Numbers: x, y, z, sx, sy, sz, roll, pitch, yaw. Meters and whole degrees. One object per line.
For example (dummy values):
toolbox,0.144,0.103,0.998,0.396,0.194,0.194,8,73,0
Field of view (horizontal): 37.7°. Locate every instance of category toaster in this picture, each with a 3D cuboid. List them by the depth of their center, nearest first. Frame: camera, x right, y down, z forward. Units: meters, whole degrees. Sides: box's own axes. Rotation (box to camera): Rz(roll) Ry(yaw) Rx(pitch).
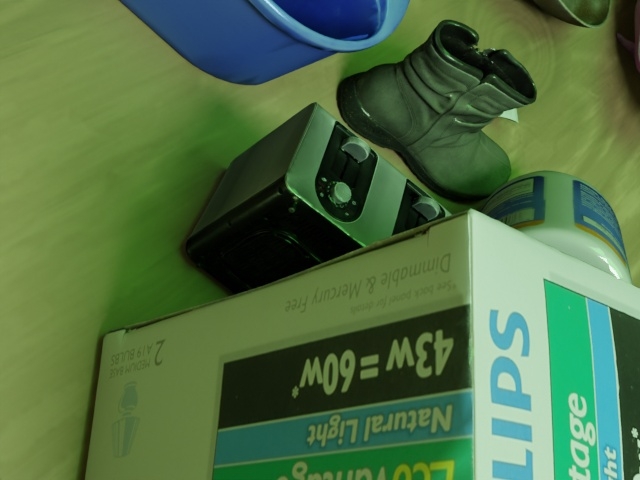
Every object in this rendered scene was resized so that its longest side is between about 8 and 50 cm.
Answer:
toaster,0.000,0.000,0.763,0.168,0.186,0.110,37,52,-20

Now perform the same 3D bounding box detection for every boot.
boot,0.152,-0.119,0.939,0.246,0.161,0.083,25,61,-36

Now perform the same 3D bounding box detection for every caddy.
caddy,-0.063,-0.294,0.779,0.341,0.179,0.241,40,55,-28

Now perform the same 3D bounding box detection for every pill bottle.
pill bottle,0.222,0.019,0.924,0.152,0.152,0.272,62,21,-10

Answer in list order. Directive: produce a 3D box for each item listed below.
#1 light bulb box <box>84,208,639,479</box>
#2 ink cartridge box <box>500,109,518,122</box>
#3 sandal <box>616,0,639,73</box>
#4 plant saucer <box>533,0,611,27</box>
light bulb box,0.080,0.172,0.647,0.361,0.358,0.225,21,62,-39
ink cartridge box,0.179,-0.169,1.072,0.115,0.029,0.063,9,71,-42
sandal,0.487,-0.300,1.361,0.169,0.102,0.416,50,35,-40
plant saucer,0.285,-0.412,1.206,0.310,0.050,0.310,24,57,-44
